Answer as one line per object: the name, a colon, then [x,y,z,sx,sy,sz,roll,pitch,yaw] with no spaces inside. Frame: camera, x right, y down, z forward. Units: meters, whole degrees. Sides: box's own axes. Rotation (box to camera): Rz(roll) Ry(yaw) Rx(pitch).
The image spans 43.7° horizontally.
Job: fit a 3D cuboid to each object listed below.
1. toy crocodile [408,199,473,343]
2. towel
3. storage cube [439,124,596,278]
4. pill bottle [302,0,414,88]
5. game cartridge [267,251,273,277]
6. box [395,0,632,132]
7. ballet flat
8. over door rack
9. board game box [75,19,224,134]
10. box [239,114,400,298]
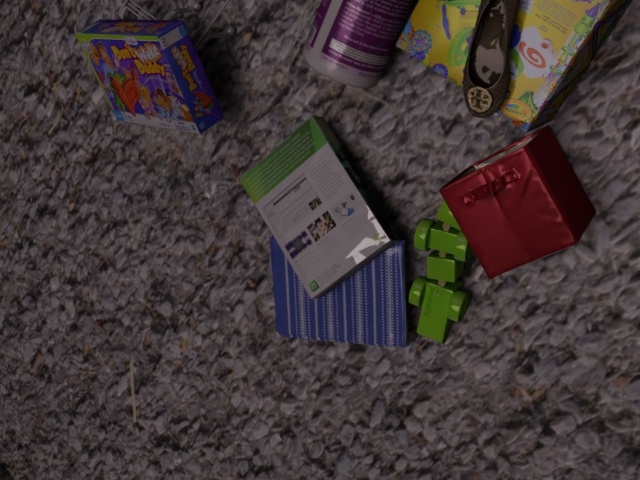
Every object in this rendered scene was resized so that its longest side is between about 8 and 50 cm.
toy crocodile: [0.257,0.057,1.638,0.115,0.105,0.340,16,116,26]
towel: [0.038,0.107,1.760,0.336,0.040,0.243,3,103,29]
storage cube: [0.363,-0.070,1.464,0.184,0.215,0.193,-28,95,33]
pill bottle: [0.091,-0.462,1.539,0.169,0.169,0.301,35,119,18]
game cartridge: [0.000,0.000,1.797,0.198,0.062,0.297,41,121,20]
box: [0.341,-0.391,1.403,0.290,0.177,0.279,39,120,16]
ballet flat: [0.281,-0.324,1.318,0.084,0.058,0.250,21,115,25]
over door rack: [-0.277,-0.572,1.781,0.239,0.108,0.324,38,106,16]
board game box: [-0.391,-0.376,1.808,0.347,0.078,0.233,15,137,44]
box: [-0.007,-0.070,1.704,0.232,0.058,0.322,-37,77,26]
